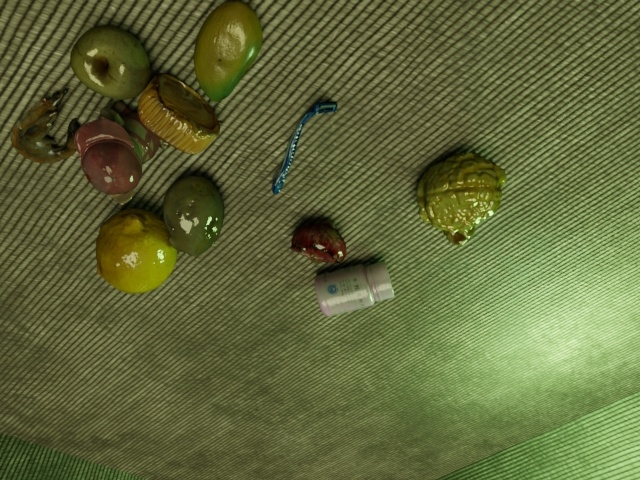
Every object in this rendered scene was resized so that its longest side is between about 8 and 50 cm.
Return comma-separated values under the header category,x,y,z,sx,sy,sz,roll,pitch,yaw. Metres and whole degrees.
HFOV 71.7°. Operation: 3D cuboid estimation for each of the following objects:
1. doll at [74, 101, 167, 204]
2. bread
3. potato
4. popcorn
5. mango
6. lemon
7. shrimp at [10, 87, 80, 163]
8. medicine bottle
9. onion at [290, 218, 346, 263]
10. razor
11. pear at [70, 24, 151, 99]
category,x,y,z,sx,sy,sz,roll,pitch,yaw
doll,-0.504,-0.225,1.103,0.152,0.256,0.196,-22,127,19
bread,-0.351,-0.305,1.095,0.104,0.199,0.199,-39,122,24
potato,-0.366,-0.071,1.282,0.178,0.160,0.235,2,101,-26
popcorn,0.396,-0.128,1.314,0.225,0.174,0.286,21,136,-1
mango,-0.231,-0.449,1.053,0.137,0.091,0.237,35,118,-21
lemon,-0.545,0.031,1.319,0.233,0.233,0.288,6,131,-9
shrimp,-0.705,-0.283,1.166,0.254,0.059,0.145,-30,127,18
medicine bottle,0.116,0.163,1.527,0.254,0.152,0.152,-16,128,9
onion,0.000,0.000,1.408,0.184,0.147,0.184,17,161,6
razor,-0.069,-0.260,1.244,0.056,0.093,0.324,45,126,13
pear,-0.484,-0.413,1.033,0.167,0.136,0.167,-1,125,-2
